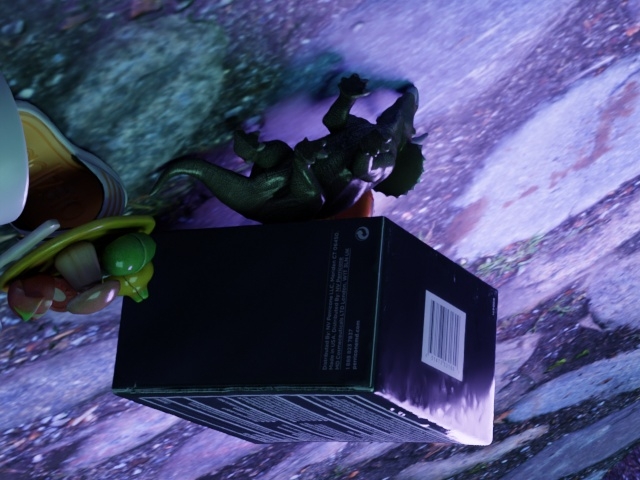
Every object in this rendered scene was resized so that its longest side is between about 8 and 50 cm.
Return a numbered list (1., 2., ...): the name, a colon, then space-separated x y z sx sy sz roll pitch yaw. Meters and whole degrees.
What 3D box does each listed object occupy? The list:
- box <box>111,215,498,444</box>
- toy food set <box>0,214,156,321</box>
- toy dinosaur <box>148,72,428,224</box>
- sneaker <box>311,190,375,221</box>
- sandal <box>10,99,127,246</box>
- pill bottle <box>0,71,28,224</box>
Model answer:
1. box: -0.008 0.100 1.734 0.294 0.183 0.296 -4 162 27
2. toy food set: -0.211 0.037 1.490 0.128 0.071 0.218 -32 170 20
3. toy dinosaur: -0.008 -0.065 1.658 0.313 0.121 0.160 -27 150 -16
4. sneaker: 0.000 0.000 1.869 0.067 0.064 0.175 7 135 -40
5. sandal: -0.240 -0.036 1.492 0.102 0.076 0.265 -32 157 4
6. pill bottle: -0.366 -0.048 1.215 0.283 0.161 0.161 -15 152 -31
